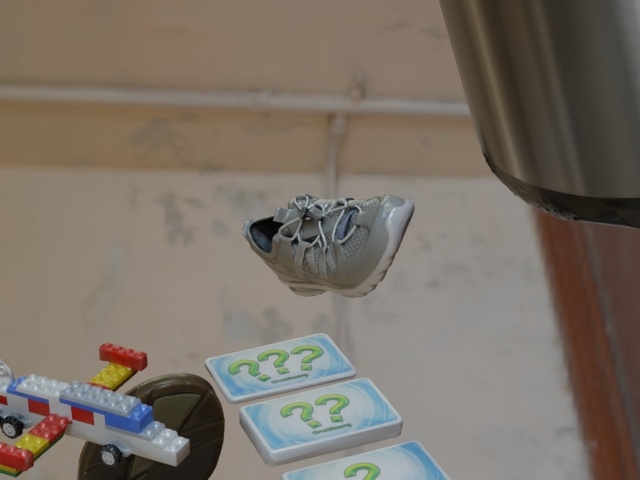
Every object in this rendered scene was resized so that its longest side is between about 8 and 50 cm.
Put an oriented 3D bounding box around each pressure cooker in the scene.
[{"bbox_3d":[0.253,-0.267,1.125,0.370,0.375,0.420,-84,-22,-58],"label":"pressure cooker"}]

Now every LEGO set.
[{"bbox_3d":[-0.078,0.095,0.769,0.182,0.244,0.060,-131,35,-57],"label":"LEGO set"}]

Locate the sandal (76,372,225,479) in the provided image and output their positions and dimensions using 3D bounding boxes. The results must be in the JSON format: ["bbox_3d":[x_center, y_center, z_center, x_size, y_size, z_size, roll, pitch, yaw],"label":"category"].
[{"bbox_3d":[-0.118,0.151,0.990,0.219,0.090,0.060,103,153,-48],"label":"sandal"}]

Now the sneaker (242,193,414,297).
[{"bbox_3d":[0.000,0.000,1.693,0.281,0.115,0.105,-22,40,58],"label":"sneaker"}]
